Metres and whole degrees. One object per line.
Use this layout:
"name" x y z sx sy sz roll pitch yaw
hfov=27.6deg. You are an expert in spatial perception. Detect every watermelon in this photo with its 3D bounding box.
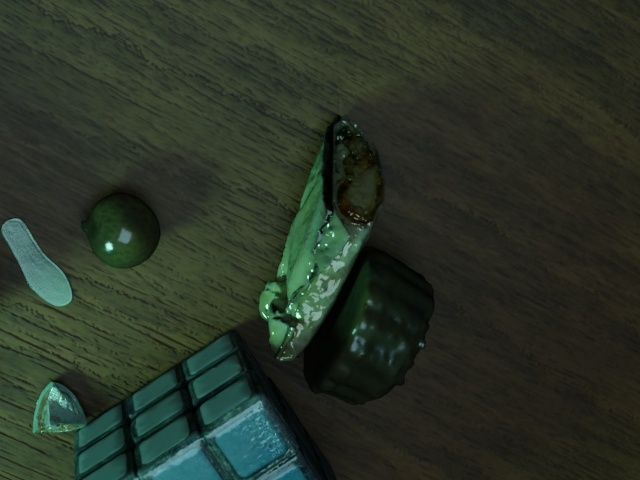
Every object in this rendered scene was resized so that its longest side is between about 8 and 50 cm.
"watermelon" -0.390 0.251 1.913 0.085 0.061 0.085 0 108 0

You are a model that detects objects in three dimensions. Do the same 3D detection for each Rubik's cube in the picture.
"Rubik's cube" -0.150 0.356 1.861 0.301 0.304 0.305 -34 109 -1

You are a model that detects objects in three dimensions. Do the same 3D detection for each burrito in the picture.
"burrito" 0.005 0.003 1.869 0.107 0.175 0.348 18 99 -28

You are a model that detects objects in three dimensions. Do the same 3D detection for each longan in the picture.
"longan" -0.284 -0.014 1.852 0.113 0.092 0.113 -3 106 -9

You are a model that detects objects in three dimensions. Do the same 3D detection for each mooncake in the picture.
"mooncake" 0.070 0.130 1.888 0.124 0.228 0.228 25 98 -16

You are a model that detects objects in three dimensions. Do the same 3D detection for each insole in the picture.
"insole" -0.411 0.033 1.887 0.053 0.002 0.153 -29 107 -2
